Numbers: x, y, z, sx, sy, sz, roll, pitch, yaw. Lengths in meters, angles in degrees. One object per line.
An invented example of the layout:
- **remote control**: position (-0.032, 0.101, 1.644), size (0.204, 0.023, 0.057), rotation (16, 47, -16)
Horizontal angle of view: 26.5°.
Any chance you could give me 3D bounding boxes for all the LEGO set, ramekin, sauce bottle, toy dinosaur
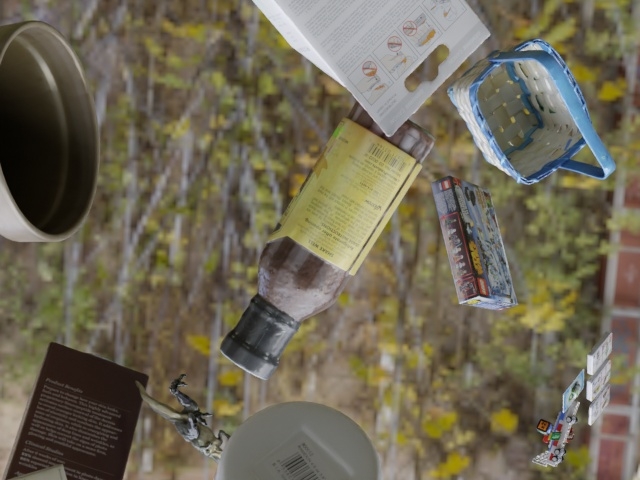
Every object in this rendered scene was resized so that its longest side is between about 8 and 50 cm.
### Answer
- **LEGO set**: position (0.450, 0.295, 2.458), size (0.060, 0.182, 0.244), rotation (20, -134, 31)
- **ramekin**: position (-0.033, 0.380, 2.068), size (0.277, 0.277, 0.135), rotation (4, 145, -2)
- **sauce bottle**: position (0.000, 0.000, 1.577), size (0.111, 0.344, 0.111), rotation (33, -179, -1)
- **toy dinosaur**: position (-0.219, 0.293, 2.259), size (0.268, 0.118, 0.064), rotation (36, -124, 19)

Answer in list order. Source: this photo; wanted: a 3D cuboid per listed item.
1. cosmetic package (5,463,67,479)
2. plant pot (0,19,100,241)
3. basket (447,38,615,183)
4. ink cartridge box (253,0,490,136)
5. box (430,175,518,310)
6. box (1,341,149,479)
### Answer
- **cosmetic package**: position (-0.355, 0.309, 1.606), size (0.115, 0.060, 0.041), rotation (-16, 176, -22)
- **plant pot**: position (-0.523, -0.147, 2.016), size (0.280, 0.323, 0.323), rotation (-5, -175, 18)
- **basket**: position (0.368, -0.227, 2.351), size (0.201, 0.254, 0.289), rotation (-37, -156, -11)
- **ink cartridge box**: position (0.055, -0.254, 1.495), size (0.181, 0.224, 0.056), rotation (-46, -160, -14)
- **box**: position (0.165, 0.004, 1.454), size (0.027, 0.137, 0.094), rotation (-21, 161, 29)
- **box**: position (-0.433, 0.372, 2.318), size (0.191, 0.143, 0.381), rotation (21, -138, -11)
